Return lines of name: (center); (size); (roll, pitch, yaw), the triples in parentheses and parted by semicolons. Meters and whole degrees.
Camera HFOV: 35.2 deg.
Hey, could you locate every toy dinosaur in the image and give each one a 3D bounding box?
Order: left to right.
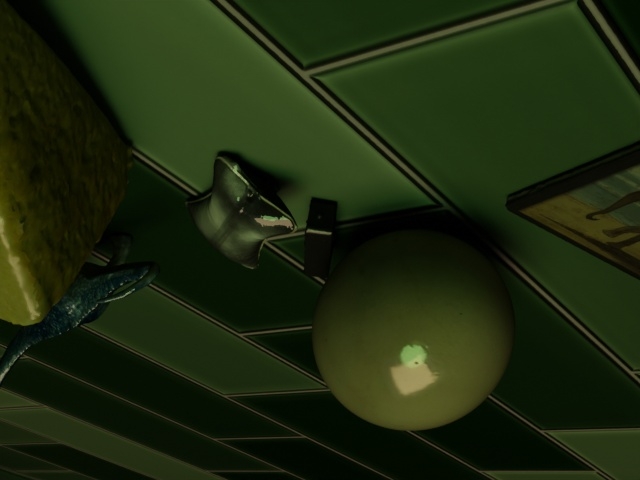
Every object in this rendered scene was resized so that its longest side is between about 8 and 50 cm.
toy dinosaur: (-0.265, 0.054, 1.081); (0.076, 0.147, 0.363); (25, 144, -33)

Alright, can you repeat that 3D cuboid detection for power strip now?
power strip: (0.000, 0.000, 0.978); (0.029, 0.038, 0.111); (8, 156, 2)

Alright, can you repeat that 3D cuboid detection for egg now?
egg: (0.083, 0.086, 0.953); (0.185, 0.186, 0.241); (15, 164, -10)

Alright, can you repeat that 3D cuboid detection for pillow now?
pillow: (-0.077, -0.023, 0.937); (0.091, 0.055, 0.135); (21, 152, -17)

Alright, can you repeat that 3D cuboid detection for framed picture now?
framed picture: (0.360, -0.030, 0.804); (0.265, 0.016, 0.347); (25, 151, -29)

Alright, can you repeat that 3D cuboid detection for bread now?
bread: (-0.296, -0.138, 0.732); (0.233, 0.245, 0.362); (7, 131, 10)
